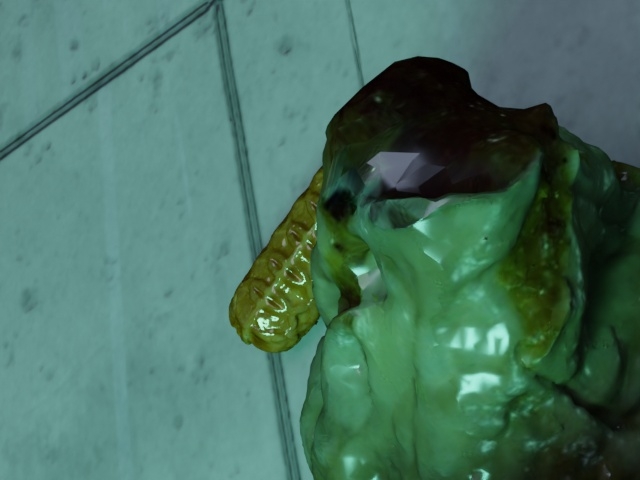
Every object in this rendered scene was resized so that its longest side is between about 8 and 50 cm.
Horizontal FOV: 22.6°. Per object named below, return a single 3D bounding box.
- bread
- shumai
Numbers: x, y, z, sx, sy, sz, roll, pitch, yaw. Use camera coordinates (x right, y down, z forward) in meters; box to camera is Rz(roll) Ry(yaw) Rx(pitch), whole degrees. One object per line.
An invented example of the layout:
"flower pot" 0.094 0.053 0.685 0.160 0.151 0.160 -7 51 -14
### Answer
"bread" 0.000 0.000 0.942 0.157 0.044 0.052 -54 53 17
"shumai" 0.047 0.055 0.772 0.222 0.204 0.272 28 100 46
